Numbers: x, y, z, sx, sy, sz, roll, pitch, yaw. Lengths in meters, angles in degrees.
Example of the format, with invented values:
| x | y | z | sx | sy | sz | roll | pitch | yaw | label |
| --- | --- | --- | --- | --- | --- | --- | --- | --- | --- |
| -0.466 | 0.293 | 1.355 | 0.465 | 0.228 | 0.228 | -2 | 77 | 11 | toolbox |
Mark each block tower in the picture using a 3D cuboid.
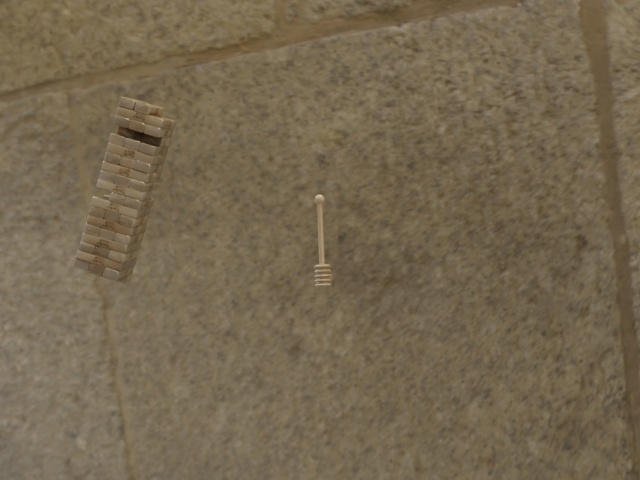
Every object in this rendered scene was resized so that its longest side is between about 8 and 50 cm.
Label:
| x | y | z | sx | sy | sz | roll | pitch | yaw | label |
| --- | --- | --- | --- | --- | --- | --- | --- | --- | --- |
| -0.358 | -0.087 | 1.634 | 0.090 | 0.097 | 0.336 | 17 | 97 | 5 | block tower |

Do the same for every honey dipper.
| x | y | z | sx | sy | sz | roll | pitch | yaw | label |
| --- | --- | --- | --- | --- | --- | --- | --- | --- | --- |
| 0.000 | 0.000 | 1.563 | 0.030 | 0.030 | 0.161 | -5 | 86 | 26 | honey dipper |
